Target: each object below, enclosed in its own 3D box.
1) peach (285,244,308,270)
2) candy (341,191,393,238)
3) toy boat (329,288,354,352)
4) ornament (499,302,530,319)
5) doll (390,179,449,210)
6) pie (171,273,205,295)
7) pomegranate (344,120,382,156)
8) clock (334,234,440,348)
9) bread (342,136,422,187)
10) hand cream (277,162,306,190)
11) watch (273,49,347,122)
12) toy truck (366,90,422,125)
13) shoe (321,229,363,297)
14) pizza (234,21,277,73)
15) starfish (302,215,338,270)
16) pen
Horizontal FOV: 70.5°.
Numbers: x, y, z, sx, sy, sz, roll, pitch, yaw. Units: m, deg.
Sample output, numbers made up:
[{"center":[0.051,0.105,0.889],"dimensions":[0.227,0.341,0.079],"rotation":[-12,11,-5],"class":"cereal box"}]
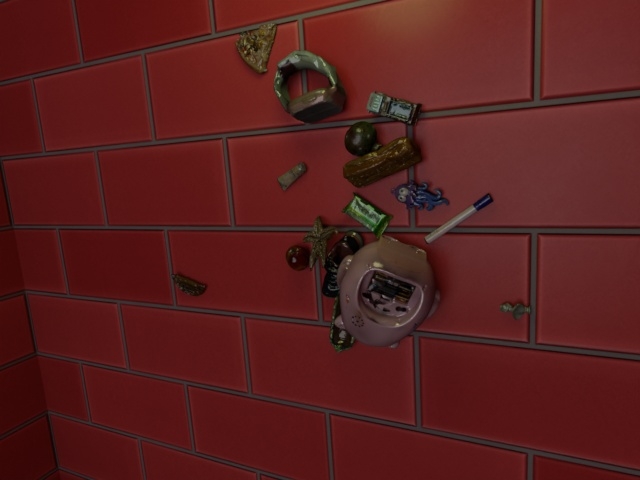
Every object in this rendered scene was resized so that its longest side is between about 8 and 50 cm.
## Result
[{"center":[-0.092,0.073,1.833],"dimensions":[0.101,0.101,0.101],"rotation":[6,103,25],"class":"peach"},{"center":[0.172,-0.097,1.699],"dimensions":[0.178,0.032,0.102],"rotation":[36,117,14],"class":"candy"},{"center":[0.094,0.299,1.788],"dimensions":[0.108,0.099,0.293],"rotation":[11,113,22],"class":"toy boat"},{"center":[0.660,0.234,1.528],"dimensions":[0.092,0.041,0.068],"rotation":[22,133,8],"class":"ornament"},{"center":[0.347,-0.155,1.586],"dimensions":[0.206,0.067,0.110],"rotation":[11,115,13],"class":"doll"},{"center":[-0.626,0.217,2.153],"dimensions":[0.191,0.033,0.088],"rotation":[18,116,16],"class":"pie"},{"center":[0.147,-0.356,1.605],"dimensions":[0.130,0.130,0.130],"rotation":[6,103,25],"class":"pomegranate"},{"center":[0.218,0.207,1.590],"dimensions":[0.368,0.250,0.377],"rotation":[21,115,3],"class":"clock"},{"center":[0.217,-0.270,1.591],"dimensions":[0.271,0.139,0.077],"rotation":[-23,60,30],"class":"bread"},{"center":[-0.115,-0.260,1.804],"dimensions":[0.143,0.039,0.061],"rotation":[-34,87,32],"class":"hand cream"},{"center":[-0.046,-0.571,1.655],"dimensions":[0.253,0.162,0.241],"rotation":[-13,82,25],"class":"watch"},{"center":[0.241,-0.452,1.544],"dimensions":[0.177,0.115,0.080],"rotation":[23,110,22],"class":"toy truck"},{"center":[0.074,0.105,1.730],"dimensions":[0.114,0.137,0.291],"rotation":[26,112,20],"class":"shoe"},{"center":[-0.237,-0.762,1.748],"dimensions":[0.195,0.052,0.185],"rotation":[-43,84,26],"class":"pizza"},{"center":[0.001,0.001,1.730],"dimensions":[0.240,0.043,0.227],"rotation":[-25,60,56],"class":"starfish"},{"center":[0.471,-0.070,1.559],"dimensions":[0.269,0.033,0.033],"rotation":[-38,83,27],"class":"pen"}]
